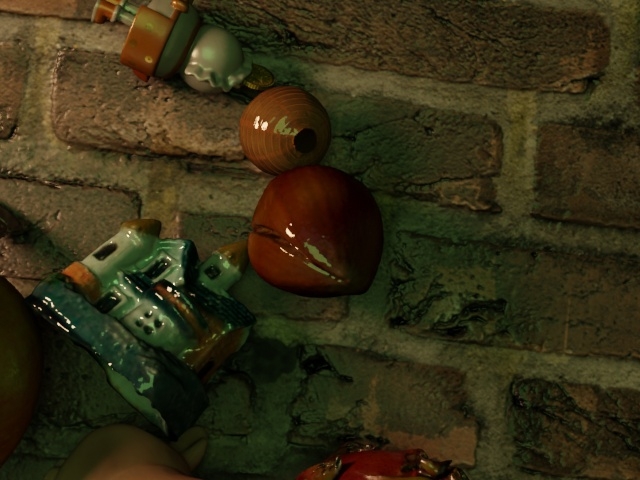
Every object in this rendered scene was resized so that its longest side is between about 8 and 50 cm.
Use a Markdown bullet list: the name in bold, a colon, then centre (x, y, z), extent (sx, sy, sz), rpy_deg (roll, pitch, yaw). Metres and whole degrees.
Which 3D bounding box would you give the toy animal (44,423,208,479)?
- **toy animal**: centre (-0.210, 0.368, 0.962), extent (0.326, 0.269, 0.237), rpy_deg (23, 81, 7)

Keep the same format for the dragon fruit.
- **dragon fruit**: centre (0.062, 0.399, 1.015), extent (0.250, 0.250, 0.315), rpy_deg (39, 97, -1)

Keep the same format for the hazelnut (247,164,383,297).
- **hazelnut**: centre (0.000, 0.000, 1.039), extent (0.208, 0.208, 0.208), rpy_deg (0, 85, -5)

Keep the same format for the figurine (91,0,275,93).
- **figurine**: centre (-0.195, -0.291, 1.090), extent (0.271, 0.143, 0.143), rpy_deg (12, 85, -2)

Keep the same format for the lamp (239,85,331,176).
- **lamp**: centre (-0.051, -0.158, 1.089), extent (0.136, 0.136, 0.136), rpy_deg (0, 85, -5)

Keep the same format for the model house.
- **model house**: centre (-0.204, 0.080, 1.027), extent (0.253, 0.184, 0.291), rpy_deg (34, 62, 20)

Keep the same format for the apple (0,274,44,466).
- **apple**: centre (-0.522, 0.169, 0.927), extent (0.340, 0.339, 0.339), rpy_deg (0, 85, -5)

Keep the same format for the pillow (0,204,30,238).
- **pillow**: centre (-0.483, -0.023, 1.023), extent (0.118, 0.185, 0.043), rpy_deg (28, 107, -4)
